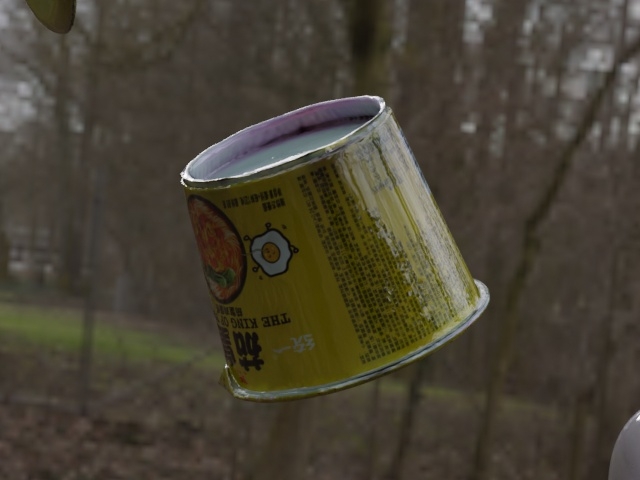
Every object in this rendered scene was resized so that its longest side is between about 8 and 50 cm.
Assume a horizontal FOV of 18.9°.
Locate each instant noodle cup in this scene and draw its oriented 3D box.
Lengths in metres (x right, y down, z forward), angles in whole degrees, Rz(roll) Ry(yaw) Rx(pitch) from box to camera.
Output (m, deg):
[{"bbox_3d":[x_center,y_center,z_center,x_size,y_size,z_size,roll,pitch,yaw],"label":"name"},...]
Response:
[{"bbox_3d":[0.000,0.000,2.153,0.325,0.254,0.325,-18,16,5],"label":"instant noodle cup"}]

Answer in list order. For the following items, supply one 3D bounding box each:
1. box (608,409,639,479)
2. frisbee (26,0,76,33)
[{"bbox_3d":[0.349,0.339,1.768,0.141,0.349,0.289,-3,22,-5],"label":"box"},{"bbox_3d":[-0.233,-0.273,1.488,0.017,0.236,0.236,-18,7,-17],"label":"frisbee"}]
